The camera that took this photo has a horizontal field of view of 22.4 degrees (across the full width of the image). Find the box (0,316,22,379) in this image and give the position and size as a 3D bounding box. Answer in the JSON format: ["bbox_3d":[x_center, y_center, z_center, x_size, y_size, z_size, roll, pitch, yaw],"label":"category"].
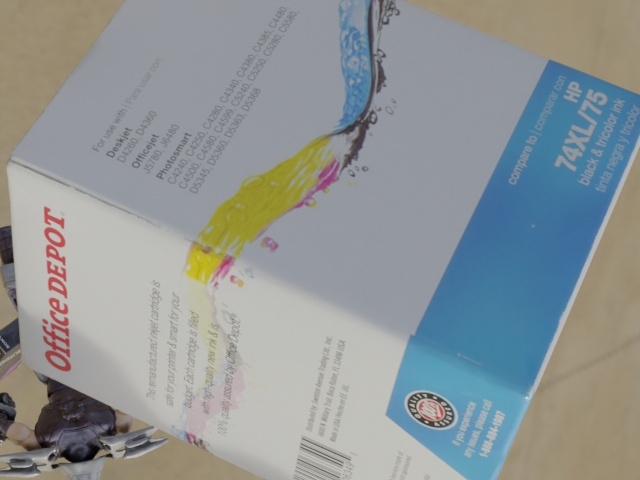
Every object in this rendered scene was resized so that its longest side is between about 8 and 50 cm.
[{"bbox_3d":[-0.337,0.117,1.764,0.116,0.029,0.162,-39,176,-40],"label":"box"}]

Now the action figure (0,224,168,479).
[{"bbox_3d":[-0.241,0.122,1.547,0.099,0.185,0.285,117,-36,-63],"label":"action figure"}]

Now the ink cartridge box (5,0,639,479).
[{"bbox_3d":[0.000,0.000,0.857,0.198,0.270,0.197,101,15,-55],"label":"ink cartridge box"}]
